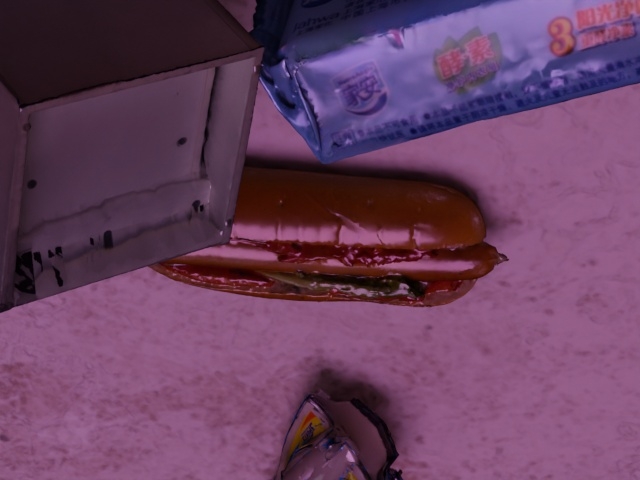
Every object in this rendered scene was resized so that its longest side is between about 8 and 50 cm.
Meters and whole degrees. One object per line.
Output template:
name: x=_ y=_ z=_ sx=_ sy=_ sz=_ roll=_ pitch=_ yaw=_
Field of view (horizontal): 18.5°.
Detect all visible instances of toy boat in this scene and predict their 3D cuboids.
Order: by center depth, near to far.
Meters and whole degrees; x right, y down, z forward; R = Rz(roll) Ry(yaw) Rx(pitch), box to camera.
toy boat: x=-0.005 y=0.181 z=1.368 sx=0.084 sy=0.066 sz=0.210 roll=52 pitch=141 yaw=17

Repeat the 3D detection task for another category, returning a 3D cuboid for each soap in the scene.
soap: x=0.102 y=-0.134 z=1.043 sx=0.293 sy=0.156 sz=0.077 roll=-14 pitch=123 yaw=21

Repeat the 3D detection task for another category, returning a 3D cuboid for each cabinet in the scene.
cabinet: x=-0.154 y=-0.088 z=1.064 sx=0.145 sy=0.206 sz=0.150 roll=-17 pitch=138 yaw=-32

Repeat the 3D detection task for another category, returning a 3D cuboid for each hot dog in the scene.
hot dog: x=0.000 y=0.000 z=1.227 sx=0.236 sy=0.062 sz=0.092 roll=3 pitch=125 yaw=6
